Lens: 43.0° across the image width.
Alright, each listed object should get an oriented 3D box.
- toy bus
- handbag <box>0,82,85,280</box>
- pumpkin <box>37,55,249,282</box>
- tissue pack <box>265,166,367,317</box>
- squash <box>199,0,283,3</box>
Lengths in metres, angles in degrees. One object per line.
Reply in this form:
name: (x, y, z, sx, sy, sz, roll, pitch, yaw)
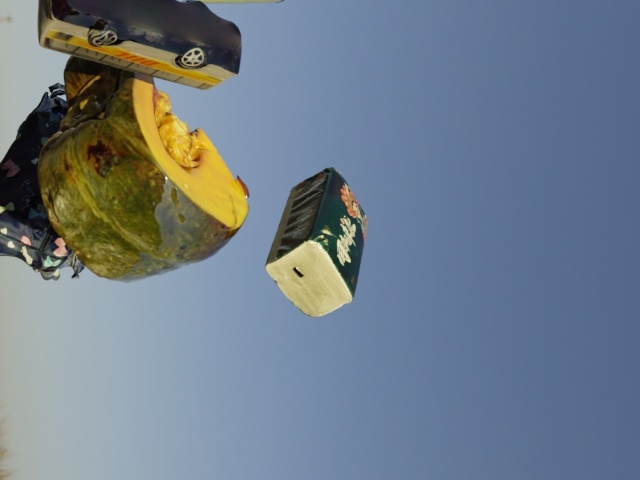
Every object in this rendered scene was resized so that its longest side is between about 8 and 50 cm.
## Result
toy bus: (-0.149, -0.172, 0.675, 0.072, 0.172, 0.057, -21, -112, 47)
handbag: (-0.348, -0.079, 1.109, 0.260, 0.162, 0.113, -65, 168, -10)
pumpkin: (-0.179, -0.092, 0.860, 0.139, 0.190, 0.280, -27, -137, 23)
tissue pack: (0.000, 0.001, 0.991, 0.091, 0.103, 0.170, -22, -151, 25)
squash: (-0.173, -0.467, 1.374, 0.133, 0.247, 0.132, 25, -59, 51)
